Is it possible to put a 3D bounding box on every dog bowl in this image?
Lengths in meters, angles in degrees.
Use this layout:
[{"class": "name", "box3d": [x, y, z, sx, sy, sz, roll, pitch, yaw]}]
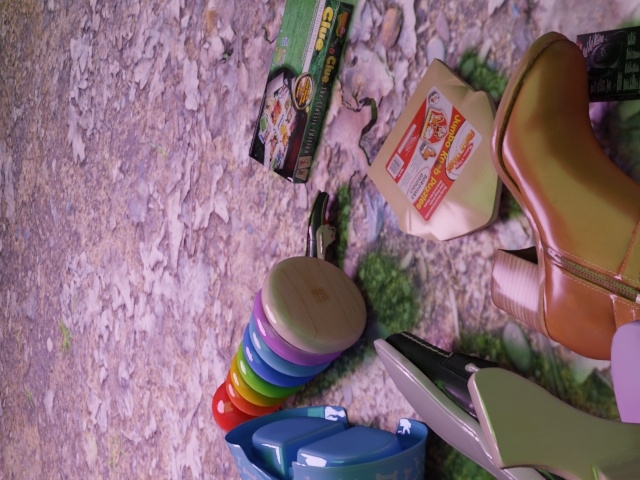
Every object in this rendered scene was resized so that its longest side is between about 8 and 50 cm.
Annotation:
[{"class": "dog bowl", "box3d": [0.006, 0.266, 0.967, 0.297, 0.166, 0.074, -5, 95, 53]}]

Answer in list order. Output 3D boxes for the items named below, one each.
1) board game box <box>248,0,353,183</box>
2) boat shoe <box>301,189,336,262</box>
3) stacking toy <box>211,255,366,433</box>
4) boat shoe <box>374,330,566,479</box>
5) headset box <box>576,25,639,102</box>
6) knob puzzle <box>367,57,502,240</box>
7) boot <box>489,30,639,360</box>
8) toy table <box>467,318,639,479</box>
[{"class": "board game box", "box3d": [-0.034, -0.225, 1.159, 0.136, 0.030, 0.259, 38, 117, 50]}, {"class": "boat shoe", "box3d": [0.000, 0.000, 1.085, 0.043, 0.049, 0.136, 10, 94, 11]}, {"class": "stacking toy", "box3d": [-0.069, 0.166, 1.099, 0.330, 0.141, 0.141, -55, 47, 43]}, {"class": "boat shoe", "box3d": [0.169, 0.171, 0.810, 0.302, 0.091, 0.114, 40, 163, 46]}, {"class": "headset box", "box3d": [0.271, -0.162, 0.740, 0.083, 0.032, 0.062, 6, 92, 54]}, {"class": "knob puzzle", "box3d": [0.146, -0.084, 0.904, 0.213, 0.030, 0.213, -7, 81, 53]}, {"class": "boot", "box3d": [0.253, -0.027, 0.679, 0.220, 0.109, 0.283, 23, 112, 49]}, {"class": "toy table", "box3d": [0.220, 0.199, 0.560, 0.252, 0.161, 0.274, 84, 170, -55]}]
